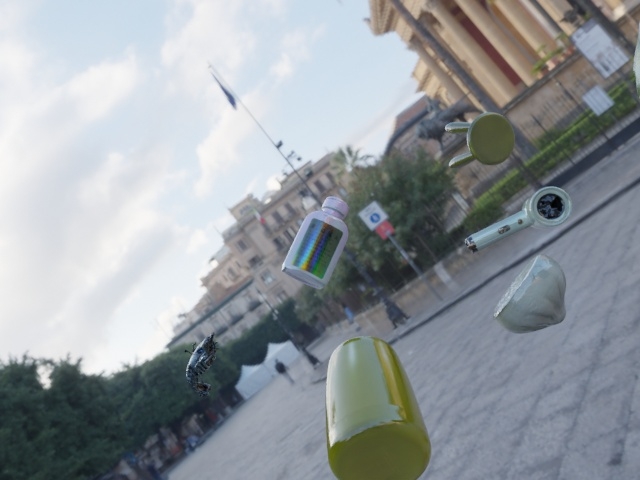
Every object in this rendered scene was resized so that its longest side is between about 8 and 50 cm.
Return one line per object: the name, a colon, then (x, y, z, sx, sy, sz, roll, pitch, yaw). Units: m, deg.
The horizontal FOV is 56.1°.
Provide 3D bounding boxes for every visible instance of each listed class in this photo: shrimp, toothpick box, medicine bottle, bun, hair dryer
shrimp: (-0.273, 0.283, 1.356, 0.082, 0.076, 0.174, -99, 20, -63)
toothpick box: (0.093, 0.303, 1.104, 0.175, 0.175, 0.271, -40, 24, 17)
medicine bottle: (0.000, 0.000, 1.457, 0.078, 0.115, 0.219, 123, 172, -72)
bun: (0.346, 0.096, 0.955, 0.138, 0.094, 0.138, -51, -15, -20)
hair dryer: (0.627, -0.049, 1.969, 0.362, 0.128, 0.203, -27, -6, 9)

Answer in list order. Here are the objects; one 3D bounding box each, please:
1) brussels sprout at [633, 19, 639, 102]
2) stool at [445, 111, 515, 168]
brussels sprout: (0.503, -0.247, 0.734, 0.220, 0.271, 0.210, -15, 19, 13)
stool: (0.342, -0.212, 1.296, 0.134, 0.135, 0.110, -53, 15, -8)
